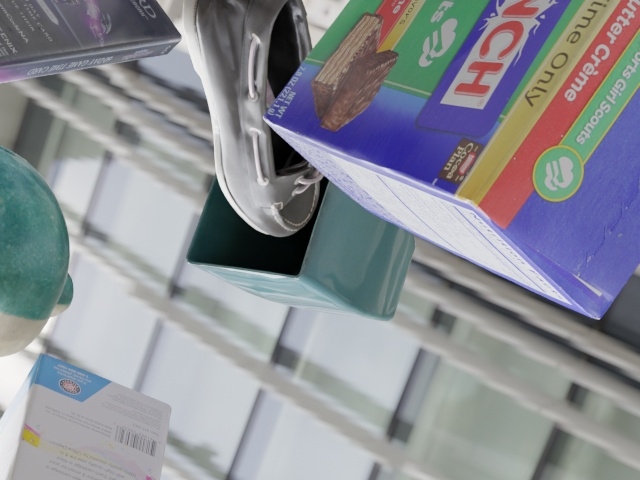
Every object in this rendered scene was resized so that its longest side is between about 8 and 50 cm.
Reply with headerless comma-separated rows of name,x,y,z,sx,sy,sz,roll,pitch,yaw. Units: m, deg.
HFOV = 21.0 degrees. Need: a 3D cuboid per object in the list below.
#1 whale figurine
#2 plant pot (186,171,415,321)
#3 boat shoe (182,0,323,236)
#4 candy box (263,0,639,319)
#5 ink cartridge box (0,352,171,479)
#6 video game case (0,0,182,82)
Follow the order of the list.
whale figurine,-0.271,-0.021,1.290,0.216,0.141,0.272,29,-171,-16
plant pot,0.000,0.000,1.985,0.166,0.165,0.234,7,162,38
boat shoe,-0.041,-0.114,1.608,0.095,0.335,0.112,15,-125,27
candy box,0.132,-0.124,1.066,0.122,0.268,0.317,38,175,-26
ink cartridge box,-0.156,0.159,1.041,0.092,0.090,0.143,25,-143,-15
video game case,-0.216,-0.191,1.121,0.196,0.026,0.274,54,-155,6
